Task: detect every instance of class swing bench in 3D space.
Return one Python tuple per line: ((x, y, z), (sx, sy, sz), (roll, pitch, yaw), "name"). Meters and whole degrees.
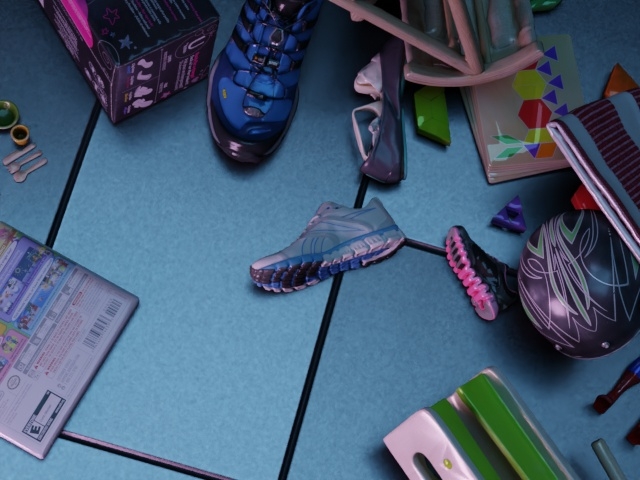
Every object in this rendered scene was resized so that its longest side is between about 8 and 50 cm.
((0.124, -0.340, 1.679), (0.165, 0.255, 0.253), (-24, 50, 25), "swing bench")

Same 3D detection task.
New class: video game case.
((-0.341, 0.109, 1.614), (0.193, 0.023, 0.212), (29, 73, 3), "video game case")

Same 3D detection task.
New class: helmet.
((0.301, 0.048, 1.610), (0.169, 0.161, 0.169), (0, 89, 26), "helmet")

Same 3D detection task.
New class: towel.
((0.421, -0.080, 1.662), (0.329, 0.037, 0.237), (-21, 72, -46), "towel")

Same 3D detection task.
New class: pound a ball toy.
((0.239, 0.299, 1.580), (0.208, 0.136, 0.319), (-26, 76, -39), "pound a ball toy")

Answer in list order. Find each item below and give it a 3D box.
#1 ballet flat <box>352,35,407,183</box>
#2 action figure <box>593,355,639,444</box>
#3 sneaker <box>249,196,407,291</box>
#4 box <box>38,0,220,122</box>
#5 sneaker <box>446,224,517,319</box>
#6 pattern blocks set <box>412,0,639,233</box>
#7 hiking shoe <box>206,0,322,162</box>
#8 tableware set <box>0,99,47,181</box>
((0.073, -0.167, 1.723), (0.074, 0.074, 0.203), (5, 74, -5), "ballet flat")
((0.446, 0.104, 1.646), (0.091, 0.139, 0.280), (43, 71, 6), "action figure")
((0.000, 0.000, 1.668), (0.191, 0.071, 0.083), (-17, 69, -20), "sneaker")
((-0.241, -0.295, 1.678), (0.142, 0.163, 0.247), (-28, 78, -17), "box")
((0.192, 0.032, 1.688), (0.057, 0.047, 0.119), (-24, 84, -20), "sneaker")
((0.255, -0.164, 1.762), (0.286, 0.026, 0.324), (2, 72, -6), "pattern blocks set")
((-0.064, -0.244, 1.696), (0.113, 0.132, 0.304), (14, 72, -2), "hiking shoe")
((-0.406, -0.096, 1.670), (0.154, 0.024, 0.104), (-33, 79, -14), "tableware set")
